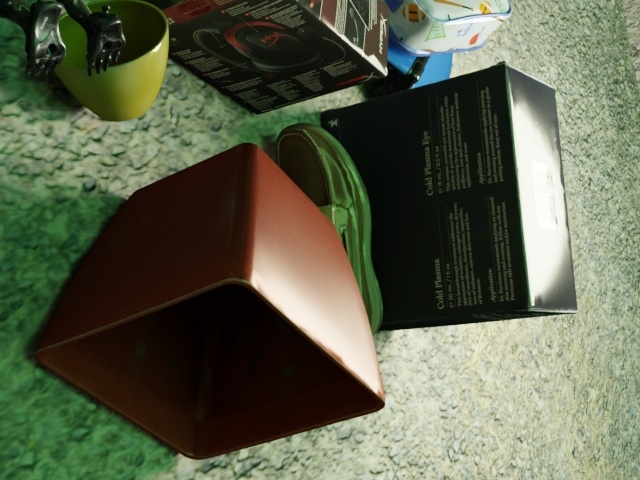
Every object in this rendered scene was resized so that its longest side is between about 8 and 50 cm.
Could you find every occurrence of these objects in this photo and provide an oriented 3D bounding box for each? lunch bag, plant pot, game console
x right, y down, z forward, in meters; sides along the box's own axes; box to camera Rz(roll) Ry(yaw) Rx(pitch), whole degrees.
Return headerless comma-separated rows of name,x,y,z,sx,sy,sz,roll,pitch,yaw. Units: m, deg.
lunch bag,0.157,-0.445,1.569,0.243,0.115,0.303,-16,71,-36
plant pot,-0.226,-0.188,1.059,0.095,0.134,0.134,85,23,-46
game console,0.131,-0.332,1.670,0.250,0.173,0.293,35,47,-7
plant pot,-0.104,0.056,1.063,0.267,0.267,0.236,46,35,-39

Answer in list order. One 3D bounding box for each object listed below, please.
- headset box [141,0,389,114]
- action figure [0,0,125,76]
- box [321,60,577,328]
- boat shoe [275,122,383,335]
headset box,-0.082,-0.283,1.187,0.293,0.218,0.110,28,59,-48
action figure,-0.313,-0.278,0.938,0.164,0.141,0.276,-24,76,-46
box,0.186,-0.048,1.430,0.179,0.312,0.343,7,77,-54
boat shoe,0.000,0.000,1.327,0.116,0.123,0.324,-25,101,-52
